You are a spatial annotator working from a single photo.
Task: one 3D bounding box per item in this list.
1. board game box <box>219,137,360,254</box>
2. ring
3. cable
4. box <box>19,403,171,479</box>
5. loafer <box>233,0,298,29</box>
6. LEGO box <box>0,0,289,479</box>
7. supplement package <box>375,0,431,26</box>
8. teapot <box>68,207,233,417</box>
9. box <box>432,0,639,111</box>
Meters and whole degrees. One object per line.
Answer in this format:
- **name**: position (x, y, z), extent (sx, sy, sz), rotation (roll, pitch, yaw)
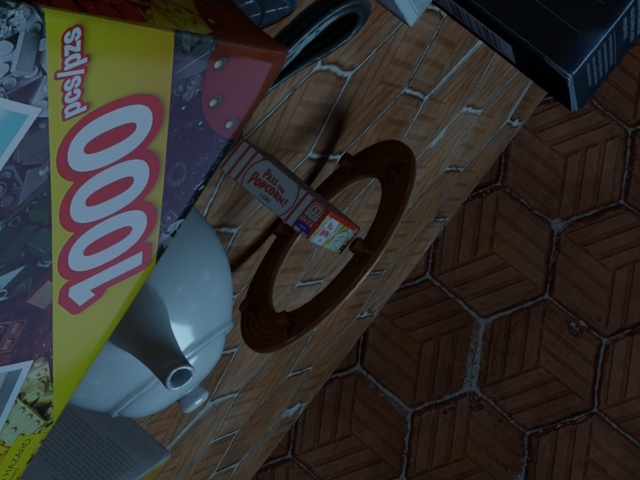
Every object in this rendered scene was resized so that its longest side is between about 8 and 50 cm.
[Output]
- **board game box**: position (-0.037, -0.051, 1.906), extent (0.045, 0.147, 0.193), rotation (-51, 169, 3)
- **ring**: position (0.000, 0.000, 2.111), extent (0.336, 0.032, 0.336), rotation (-44, -159, 22)
- **cable**: position (-0.086, -0.136, 1.429), extent (0.287, 0.072, 0.139), rotation (-48, 151, 5)
- **box**: position (-0.356, 0.317, 1.784), extent (0.215, 0.168, 0.345), rotation (-57, 166, 29)
- **loafer**: position (-0.101, -0.244, 1.293), extent (0.109, 0.095, 0.302), rotation (-22, 167, 11)
- **LEGO box**: position (-0.307, 0.029, 0.816), extent (0.372, 0.193, 0.500), rotation (1, 129, -52)
- **supplement package**: position (0.036, -0.323, 1.228), extent (0.198, 0.199, 0.262), rotation (-52, 168, 2)
- **teapot**: position (-0.177, 0.091, 1.614), extent (0.252, 0.187, 0.256), rotation (-39, 177, 37)
- **box**: position (0.273, -0.386, 1.687), extent (0.395, 0.293, 0.212), rotation (-52, 168, 2)
